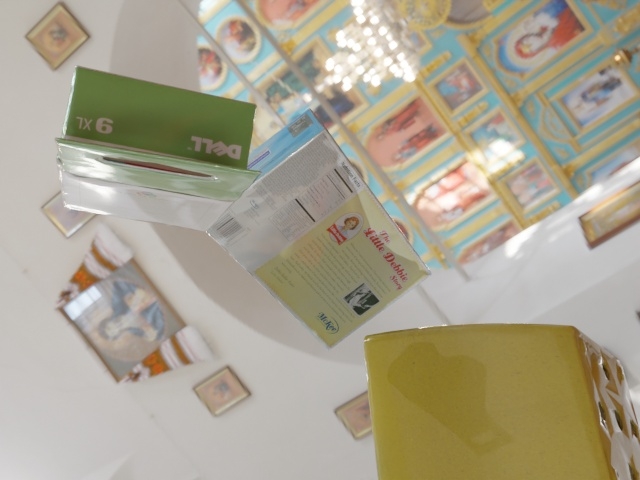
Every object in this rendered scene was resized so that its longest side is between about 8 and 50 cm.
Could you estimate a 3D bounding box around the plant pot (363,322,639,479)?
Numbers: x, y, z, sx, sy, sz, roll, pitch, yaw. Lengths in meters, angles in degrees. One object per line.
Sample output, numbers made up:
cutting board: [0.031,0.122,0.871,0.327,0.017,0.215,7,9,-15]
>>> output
plant pot: [0.183,0.185,0.724,0.212,0.187,0.212,31,-135,-48]

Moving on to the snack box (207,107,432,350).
snack box: [0.000,0.000,1.036,0.322,0.187,0.060,50,-174,-42]

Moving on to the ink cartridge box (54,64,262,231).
ink cartridge box: [-0.106,-0.057,0.503,0.109,0.209,0.062,10,-100,-15]
